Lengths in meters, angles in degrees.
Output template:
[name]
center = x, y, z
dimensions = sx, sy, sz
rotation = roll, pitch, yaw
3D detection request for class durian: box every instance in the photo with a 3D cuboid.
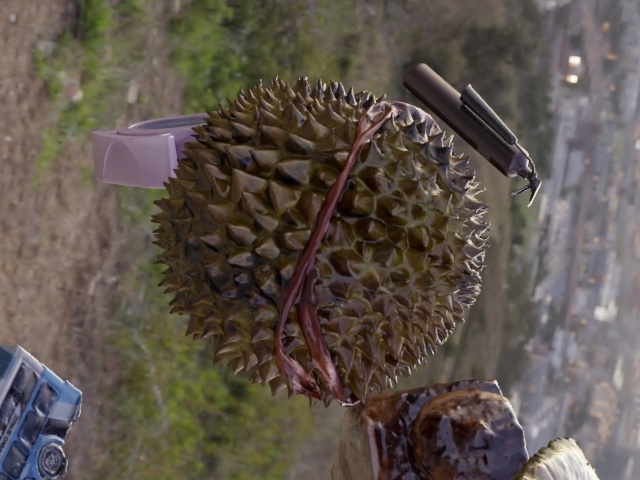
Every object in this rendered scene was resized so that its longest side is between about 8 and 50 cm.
[durian]
center = 0.002, -0.005, 1.258
dimensions = 0.347, 0.384, 0.348
rotation = -4, 97, -35

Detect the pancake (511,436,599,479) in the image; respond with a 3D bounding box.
[pancake]
center = 0.192, 0.273, 1.052
dimensions = 0.376, 0.054, 0.197
rotation = 3, 103, -62

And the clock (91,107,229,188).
[clock]
center = -0.158, -0.139, 1.785
dimensions = 0.275, 0.290, 0.080
rotation = -14, 105, -33

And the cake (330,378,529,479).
[cake]
center = 0.129, 0.286, 1.418
dimensions = 0.293, 0.198, 0.196
rotation = 96, -16, -58

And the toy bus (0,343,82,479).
[toy bus]
center = -0.364, 0.260, 1.283
dimensions = 0.131, 0.106, 0.297
rotation = 54, 42, -38

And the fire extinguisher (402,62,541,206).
[fire extinguisher]
center = 0.140, -0.103, 1.079
dimensions = 0.035, 0.173, 0.049
rotation = -13, 140, -48
